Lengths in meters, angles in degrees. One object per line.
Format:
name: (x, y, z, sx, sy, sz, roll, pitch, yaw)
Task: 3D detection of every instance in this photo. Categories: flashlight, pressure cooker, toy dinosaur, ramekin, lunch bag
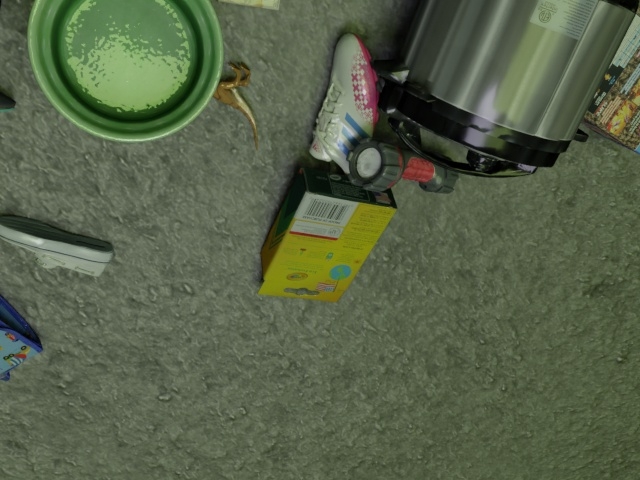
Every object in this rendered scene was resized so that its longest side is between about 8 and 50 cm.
flashlight: (0.179, -0.140, 1.410, 0.304, 0.103, 0.103, 5, 106, -50)
pressure cooker: (0.322, -0.321, 1.282, 0.376, 0.370, 0.420, -16, 131, -55)
toy dinosaur: (-0.174, -0.283, 1.337, 0.212, 0.064, 0.112, 33, 114, -18)
ramekin: (-0.323, -0.321, 1.174, 0.304, 0.148, 0.303, -3, 102, -14)
lunch bag: (-0.716, 0.191, 1.363, 0.221, 0.138, 0.293, -32, 133, -2)

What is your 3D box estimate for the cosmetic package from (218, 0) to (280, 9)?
cosmetic package: (-0.131, -0.459, 1.266, 0.115, 0.041, 0.060, 1, 115, -19)

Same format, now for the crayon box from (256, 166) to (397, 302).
crayon box: (0.000, 0.000, 1.471, 0.202, 0.081, 0.318, 9, 134, -23)

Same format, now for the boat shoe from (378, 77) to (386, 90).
boat shoe: (0.161, -0.289, 1.444, 0.038, 0.046, 0.125, -28, 112, 2)

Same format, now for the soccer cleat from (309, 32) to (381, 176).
soccer cleat: (0.043, -0.237, 1.386, 0.143, 0.116, 0.331, -16, 120, -14)

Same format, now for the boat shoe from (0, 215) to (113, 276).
boat shoe: (-0.520, 0.022, 1.349, 0.226, 0.083, 0.075, 19, 107, -26)

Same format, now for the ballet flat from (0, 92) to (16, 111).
ballet flat: (-0.634, -0.252, 1.188, 0.203, 0.074, 0.074, -5, 116, -13)

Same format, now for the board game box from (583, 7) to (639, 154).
board game box: (0.631, -0.362, 1.504, 0.291, 0.141, 0.232, 24, 106, -27)
